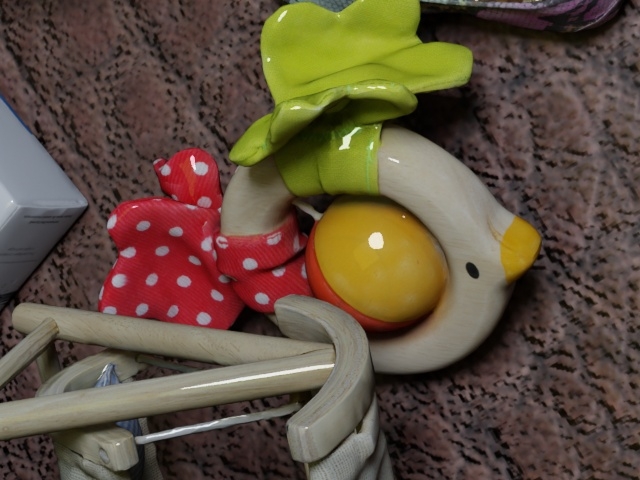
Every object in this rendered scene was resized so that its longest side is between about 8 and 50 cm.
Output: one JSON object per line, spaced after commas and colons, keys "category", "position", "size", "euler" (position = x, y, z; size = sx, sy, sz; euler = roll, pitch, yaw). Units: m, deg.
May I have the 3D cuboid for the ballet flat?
{"category": "ballet flat", "position": [0.056, -0.157, 0.913], "size": [0.222, 0.079, 0.077], "euler": [12, 84, 27]}

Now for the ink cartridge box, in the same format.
{"category": "ink cartridge box", "position": [-0.263, -0.006, 1.078], "size": [0.190, 0.082, 0.139], "euler": [-48, 70, 22]}

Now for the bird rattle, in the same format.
{"category": "bird rattle", "position": [0.000, 0.000, 0.909], "size": [0.207, 0.143, 0.253], "euler": [37, 126, -2]}

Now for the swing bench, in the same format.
{"category": "swing bench", "position": [-0.059, 0.172, 0.888], "size": [0.255, 0.165, 0.253], "euler": [-3, 111, 22]}
